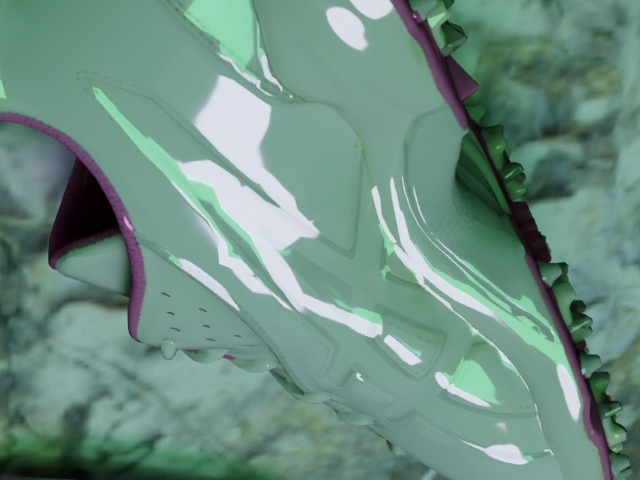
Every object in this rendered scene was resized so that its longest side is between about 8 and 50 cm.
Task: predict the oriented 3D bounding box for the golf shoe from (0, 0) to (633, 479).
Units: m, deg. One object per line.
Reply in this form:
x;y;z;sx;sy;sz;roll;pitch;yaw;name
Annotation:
0.000;0.000;0.513;0.140;0.115;0.306;-26;125;6;golf shoe

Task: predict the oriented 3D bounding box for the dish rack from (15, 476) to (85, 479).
-0.107;0.210;0.632;0.208;0.074;0.271;13;118;-33;dish rack
